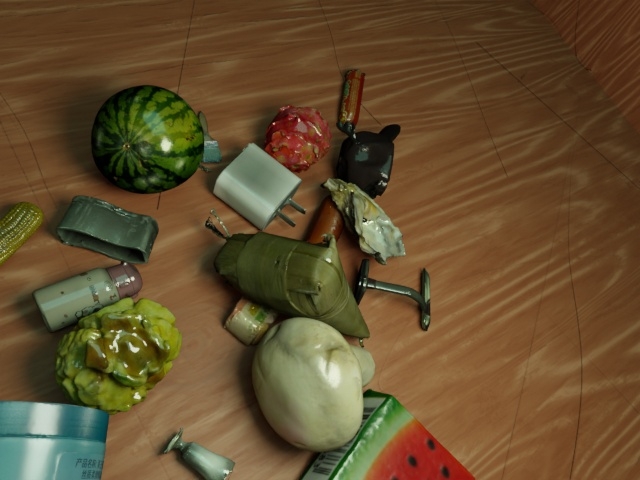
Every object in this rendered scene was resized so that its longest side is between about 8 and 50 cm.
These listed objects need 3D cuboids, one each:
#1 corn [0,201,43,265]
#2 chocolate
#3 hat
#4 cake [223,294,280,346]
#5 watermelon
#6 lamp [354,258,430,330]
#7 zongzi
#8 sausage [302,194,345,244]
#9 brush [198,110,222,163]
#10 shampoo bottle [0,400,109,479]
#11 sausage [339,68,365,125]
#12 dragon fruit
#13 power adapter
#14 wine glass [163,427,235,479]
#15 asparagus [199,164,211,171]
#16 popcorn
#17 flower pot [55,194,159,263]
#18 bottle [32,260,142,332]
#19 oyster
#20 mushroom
[{"bbox_3d":[-0.759,0.001,1.217,0.080,0.080,0.231,30,57,-5],"label":"corn"},{"bbox_3d":[0.162,0.593,1.223,0.341,0.161,0.360,45,57,1],"label":"chocolate"},{"bbox_3d":[0.118,-0.279,1.622,0.209,0.238,0.336,22,44,-7],"label":"hat"},{"bbox_3d":[-0.153,0.167,1.365,0.109,0.090,0.225,35,56,4],"label":"cake"},{"bbox_3d":[-0.453,-0.265,1.353,0.285,0.285,0.285,9,61,-17],"label":"watermelon"},{"bbox_3d":[0.231,0.125,1.520,0.283,0.124,0.203,21,49,-14],"label":"lamp"},{"bbox_3d":[-0.104,0.119,1.352,0.447,0.418,0.181,12,61,33],"label":"zongzi"},{"bbox_3d":[0.000,0.000,1.505,0.102,0.102,0.330,29,56,-5],"label":"sausage"},{"bbox_3d":[-0.356,-0.324,1.579,0.070,0.021,0.196,-7,65,-23],"label":"brush"},{"bbox_3d":[-0.571,0.480,0.896,0.331,0.331,0.342,7,64,-18],"label":"shampoo bottle"},{"bbox_3d":[0.111,-0.494,1.813,0.083,0.083,0.263,16,60,-13],"label":"sausage"},{"bbox_3d":[-0.063,-0.326,1.590,0.268,0.205,0.210,-46,124,-54],"label":"dragon fruit"},{"bbox_3d":[-0.160,-0.139,1.499,0.255,0.124,0.187,38,59,-1],"label":"power adapter"},{"bbox_3d":[-0.276,0.498,1.158,0.155,0.072,0.072,34,57,-1],"label":"wine glass"},{"bbox_3d":[-0.377,-0.238,1.527,0.114,0.015,0.014,38,23,-2],"label":"asparagus"},{"bbox_3d":[-0.445,0.248,1.126,0.258,0.270,0.224,-45,79,12],"label":"popcorn"},{"bbox_3d":[-0.539,-0.026,1.303,0.229,0.103,0.108,17,58,-12],"label":"flower pot"},{"bbox_3d":[-0.548,0.126,1.217,0.233,0.110,0.110,-23,74,-30],"label":"bottle"},{"bbox_3d":[0.130,-0.048,1.485,0.275,0.100,0.271,23,37,-49],"label":"oyster"},{"bbox_3d":[-0.029,0.348,1.221,0.315,0.356,0.315,-2,68,5],"label":"mushroom"}]
